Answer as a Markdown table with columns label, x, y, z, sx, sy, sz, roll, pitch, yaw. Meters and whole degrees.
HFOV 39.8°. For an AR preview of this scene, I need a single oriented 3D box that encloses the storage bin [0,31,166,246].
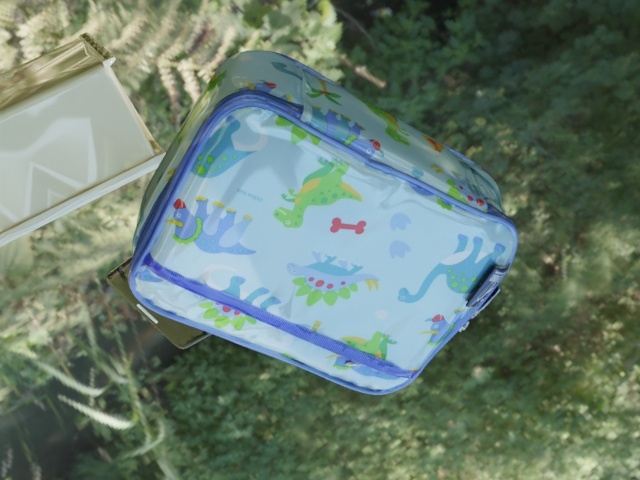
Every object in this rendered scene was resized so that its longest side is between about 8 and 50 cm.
| label | x | y | z | sx | sy | sz | roll | pitch | yaw |
| --- | --- | --- | --- | --- | --- | --- | --- | --- | --- |
| storage bin | -0.335 | -0.109 | 0.974 | 0.262 | 0.260 | 0.123 | -29 | 116 | -10 |

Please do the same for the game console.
| label | x | y | z | sx | sy | sz | roll | pitch | yaw |
| --- | --- | --- | --- | --- | --- | --- | --- | --- | --- |
| game console | -0.154 | 0.045 | 0.974 | 0.107 | 0.122 | 0.071 | -31 | -161 | 44 |

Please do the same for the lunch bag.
| label | x | y | z | sx | sy | sz | roll | pitch | yaw |
| --- | --- | --- | --- | --- | --- | --- | --- | --- | --- |
| lunch bag | 0.000 | 0.000 | 0.563 | 0.219 | 0.090 | 0.176 | 26 | 120 | -20 |
